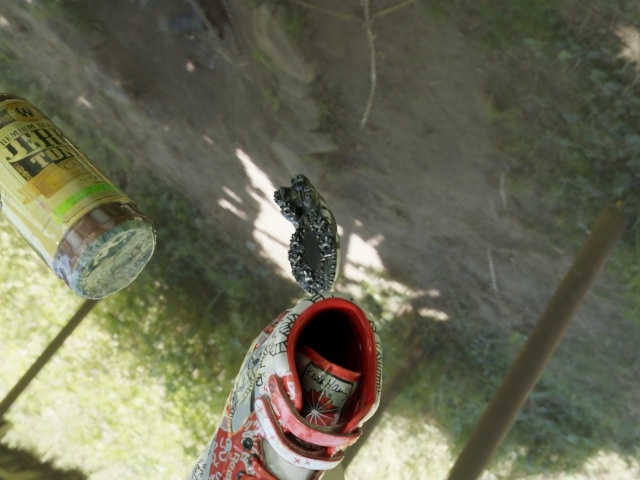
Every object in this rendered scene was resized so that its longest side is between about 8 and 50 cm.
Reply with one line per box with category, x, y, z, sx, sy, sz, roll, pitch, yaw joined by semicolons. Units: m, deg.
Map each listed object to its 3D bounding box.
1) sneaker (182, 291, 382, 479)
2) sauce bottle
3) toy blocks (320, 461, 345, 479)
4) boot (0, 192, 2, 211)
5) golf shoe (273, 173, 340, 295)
sneaker;-0.038;0.160;0.596;0.090;0.270;0.145;26;154;-10
sauce bottle;-0.321;-0.083;0.933;0.344;0.111;0.111;41;167;20
toy blocks;-0.116;0.490;1.217;0.288;0.309;0.260;9;145;-36
boot;-0.227;0.018;0.315;0.095;0.203;0.262;42;129;26
golf shoe;0.000;0.000;1.181;0.094;0.077;0.198;41;-153;-46
